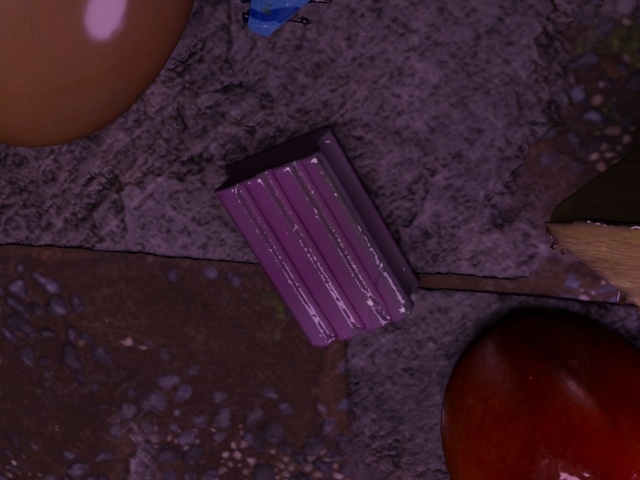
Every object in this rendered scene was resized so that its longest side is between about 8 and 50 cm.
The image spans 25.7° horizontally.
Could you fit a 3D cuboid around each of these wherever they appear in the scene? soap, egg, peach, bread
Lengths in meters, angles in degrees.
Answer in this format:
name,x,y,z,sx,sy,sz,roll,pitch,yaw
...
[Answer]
name,x,y,z,sx,sy,sz,roll,pitch,yaw
soap,0.000,0.000,1.366,0.122,0.065,0.203,-20,116,23
egg,-0.239,-0.258,1.103,0.301,0.301,0.374,-7,103,17
peach,0.244,0.204,1.378,0.248,0.245,0.274,-40,97,2
bread,0.394,0.043,1.154,0.346,0.405,0.242,8,114,22

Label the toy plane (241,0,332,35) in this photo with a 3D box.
name,x,y,z,sx,sy,sz,roll,pitch,yaw
toy plane,0.005,-0.252,1.198,0.246,0.078,0.169,1,123,4
